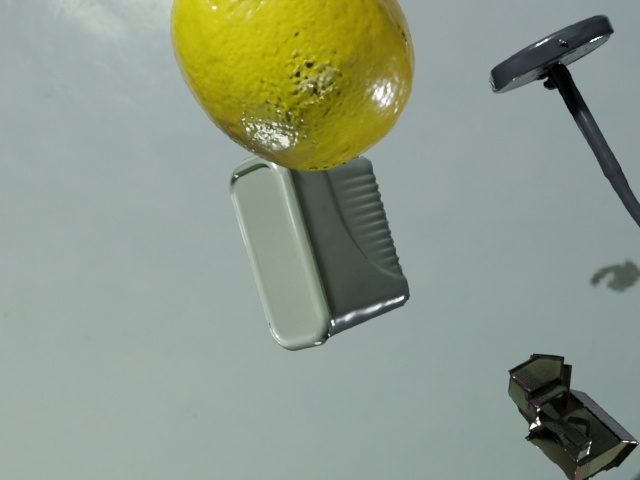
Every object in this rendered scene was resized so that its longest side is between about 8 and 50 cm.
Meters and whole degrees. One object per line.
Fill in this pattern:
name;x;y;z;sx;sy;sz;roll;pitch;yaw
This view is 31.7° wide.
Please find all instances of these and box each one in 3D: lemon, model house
lemon;-0.027;-0.194;1.142;0.263;0.236;0.236;22;129;-14
model house;0.178;0.122;0.800;0.058;0.083;0.057;-23;133;-22

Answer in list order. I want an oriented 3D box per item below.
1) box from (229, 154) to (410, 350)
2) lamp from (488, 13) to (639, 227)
box;0.000;0.000;1.560;0.178;0.274;0.138;-14;179;-38
lamp;0.260;-0.029;0.899;0.130;0.371;0.108;-26;157;7
